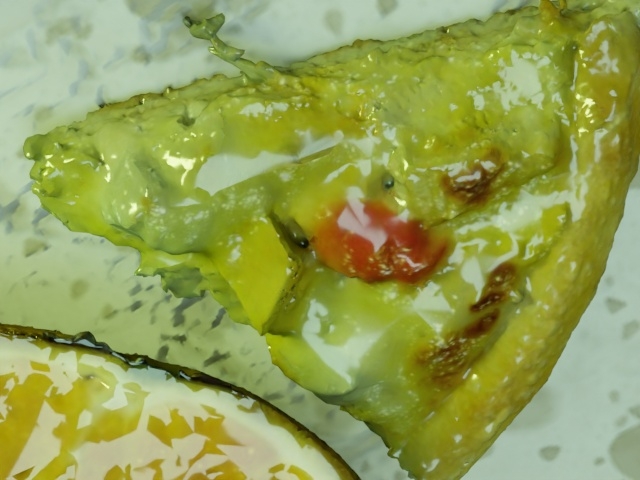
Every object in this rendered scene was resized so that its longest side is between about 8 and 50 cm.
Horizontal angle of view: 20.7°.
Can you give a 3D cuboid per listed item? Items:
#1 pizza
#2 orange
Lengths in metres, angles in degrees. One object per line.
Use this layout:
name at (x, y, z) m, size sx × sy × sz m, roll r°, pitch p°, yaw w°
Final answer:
pizza at (0.000, 0.000, 0.834) m, size 0.287 × 0.075 × 0.280 m, roll 6°, pitch 115°, yaw -13°
orange at (-0.111, 0.177, 0.812) m, size 0.310 × 0.274 × 0.274 m, roll 13°, pitch 121°, yaw 25°
